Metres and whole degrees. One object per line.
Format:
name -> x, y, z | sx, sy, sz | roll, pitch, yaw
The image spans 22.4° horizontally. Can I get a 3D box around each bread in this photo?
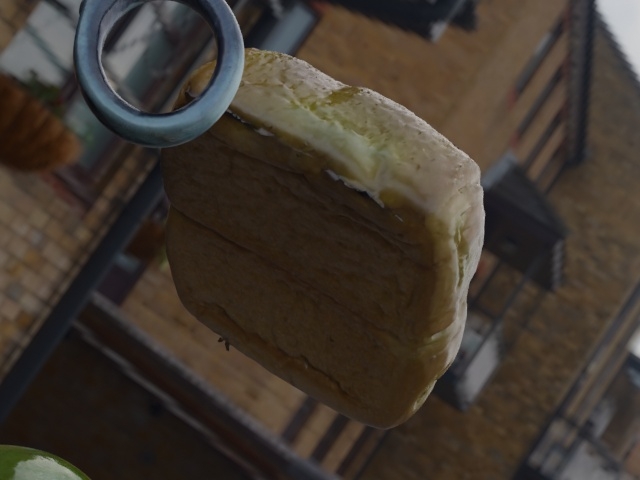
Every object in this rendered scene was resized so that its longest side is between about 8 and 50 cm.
bread -> 0.005, -0.004, 1.564 | 0.337, 0.148, 0.328 | 28, -42, 27

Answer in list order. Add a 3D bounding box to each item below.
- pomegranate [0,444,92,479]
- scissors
pomegranate -> -0.207, 0.191, 0.956 | 0.179, 0.179, 0.210 | 28, -32, 38
scissors -> -0.096, -0.234, 0.901 | 0.256, 0.383, 0.029 | 23, -26, 13
